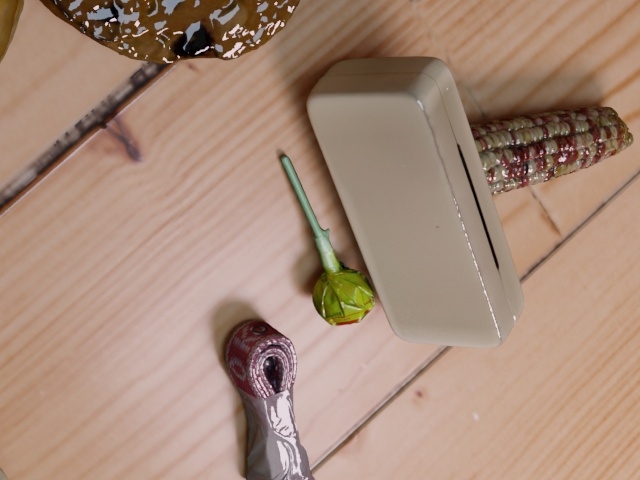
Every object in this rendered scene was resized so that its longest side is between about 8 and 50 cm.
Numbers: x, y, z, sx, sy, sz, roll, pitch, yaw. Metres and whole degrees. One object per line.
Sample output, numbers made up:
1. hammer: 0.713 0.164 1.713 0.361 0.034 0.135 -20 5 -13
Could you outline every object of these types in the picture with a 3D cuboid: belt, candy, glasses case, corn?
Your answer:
1. belt: -0.049 0.187 1.587 0.071 0.053 0.232 -27 123 -25
2. candy: 0.000 0.000 1.532 0.062 0.058 0.194 -25 114 -5
3. glasses case: 0.096 -0.032 1.510 0.070 0.131 0.313 -56 135 -40
4. corn: 0.216 -0.096 1.590 0.237 0.079 0.079 -15 119 -25

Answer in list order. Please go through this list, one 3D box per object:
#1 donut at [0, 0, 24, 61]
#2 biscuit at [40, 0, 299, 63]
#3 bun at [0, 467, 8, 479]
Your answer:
1. donut: -0.409 -0.232 1.100 0.449 0.198 0.449 -13 119 -25
2. biscuit: -0.123 -0.285 1.309 0.296 0.075 0.296 -12 121 -20
3. bun: -0.366 0.289 1.404 0.229 0.145 0.229 -13 117 -27
